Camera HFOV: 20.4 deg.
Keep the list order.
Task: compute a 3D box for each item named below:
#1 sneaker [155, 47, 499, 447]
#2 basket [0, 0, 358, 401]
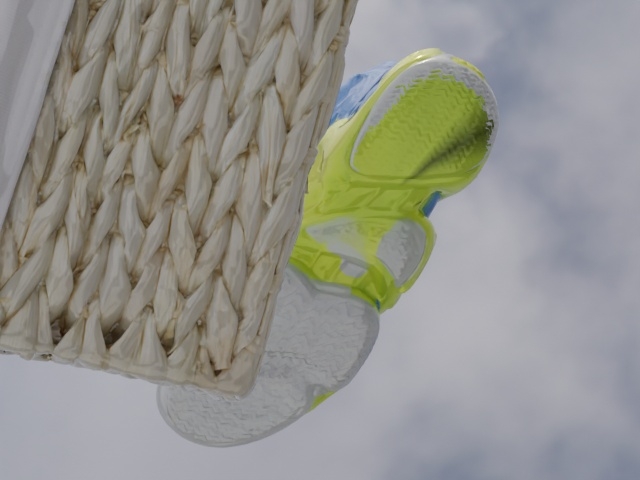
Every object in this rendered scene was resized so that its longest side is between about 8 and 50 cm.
[{"bbox_3d":[0.000,0.000,0.939,0.240,0.091,0.126,-48,-163,4],"label":"sneaker"},{"bbox_3d":[-0.054,-0.037,0.544,0.103,0.113,0.167,15,-97,-7],"label":"basket"}]
